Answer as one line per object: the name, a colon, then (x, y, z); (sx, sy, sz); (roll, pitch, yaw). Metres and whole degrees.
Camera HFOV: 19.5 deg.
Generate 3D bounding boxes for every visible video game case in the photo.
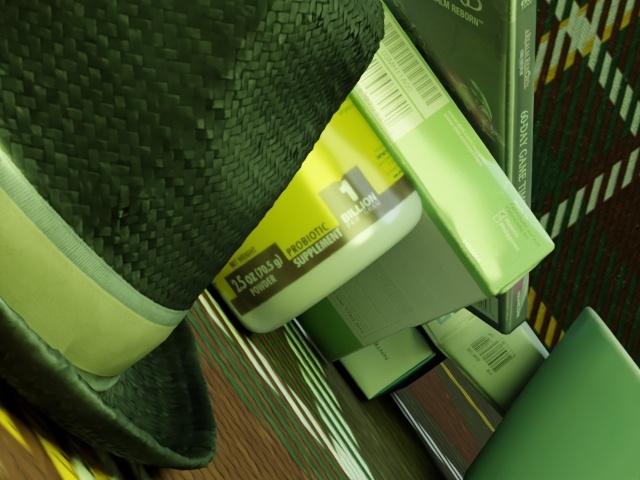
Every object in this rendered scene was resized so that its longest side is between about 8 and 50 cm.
video game case: (0.000, 0.000, 1.366); (0.244, 0.061, 0.269); (53, 4, 7)
video game case: (0.043, -0.086, 1.081); (0.196, 0.026, 0.274); (35, -31, 31)

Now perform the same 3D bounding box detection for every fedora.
fedora: (-0.078, -0.087, 0.619); (0.334, 0.152, 0.334); (53, 4, -6)

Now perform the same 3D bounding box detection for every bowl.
bowl: (0.204, 0.214, 1.225); (0.311, 0.163, 0.311); (54, 4, -5)

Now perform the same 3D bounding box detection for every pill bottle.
pill bottle: (-0.051, -0.066, 0.977); (0.215, 0.117, 0.117); (54, 4, -1)

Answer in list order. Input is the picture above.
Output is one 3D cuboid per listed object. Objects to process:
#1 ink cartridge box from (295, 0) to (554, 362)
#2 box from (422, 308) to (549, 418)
ink cartridge box: (0.019, -0.025, 1.105); (0.171, 0.056, 0.235); (54, -24, -3)
box: (0.065, -0.010, 1.381); (0.322, 0.058, 0.232); (58, 6, 34)
